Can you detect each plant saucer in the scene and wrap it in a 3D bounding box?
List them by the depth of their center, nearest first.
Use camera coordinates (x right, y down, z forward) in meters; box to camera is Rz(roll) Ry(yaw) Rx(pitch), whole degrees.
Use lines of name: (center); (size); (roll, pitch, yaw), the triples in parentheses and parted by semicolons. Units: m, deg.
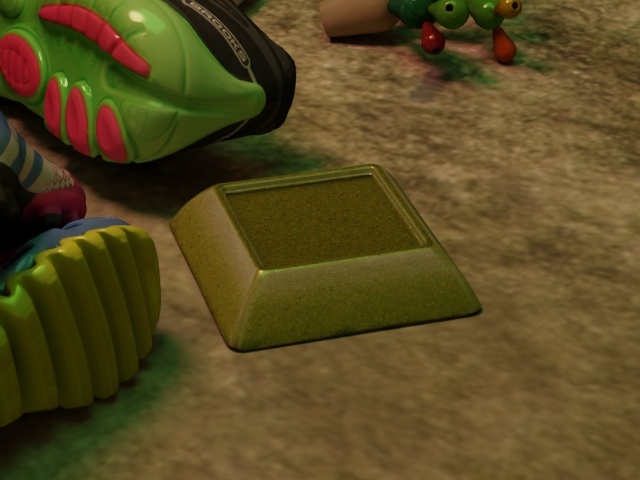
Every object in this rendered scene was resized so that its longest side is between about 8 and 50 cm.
plant saucer: (0.000, 0.000, 1.442); (0.188, 0.045, 0.188); (-9, 32, -15)

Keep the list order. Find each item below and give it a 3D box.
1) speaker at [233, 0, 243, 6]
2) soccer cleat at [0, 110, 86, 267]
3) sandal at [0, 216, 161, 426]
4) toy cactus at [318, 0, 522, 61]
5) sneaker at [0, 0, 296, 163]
speaker: (-0.089, -0.244, 1.844); (0.055, 0.055, 0.136); (12, 32, 18)
soccer cleat: (-0.235, -0.057, 1.298); (0.116, 0.143, 0.331); (-26, -7, -2)
sandal: (-0.230, 0.066, 1.256); (0.138, 0.126, 0.317); (16, 31, 36)
toy cactus: (0.092, -0.217, 1.787); (0.180, 0.112, 0.219); (-15, 31, 11)
sneaker: (-0.188, -0.189, 1.676); (0.202, 0.185, 0.483); (1, 28, -37)
